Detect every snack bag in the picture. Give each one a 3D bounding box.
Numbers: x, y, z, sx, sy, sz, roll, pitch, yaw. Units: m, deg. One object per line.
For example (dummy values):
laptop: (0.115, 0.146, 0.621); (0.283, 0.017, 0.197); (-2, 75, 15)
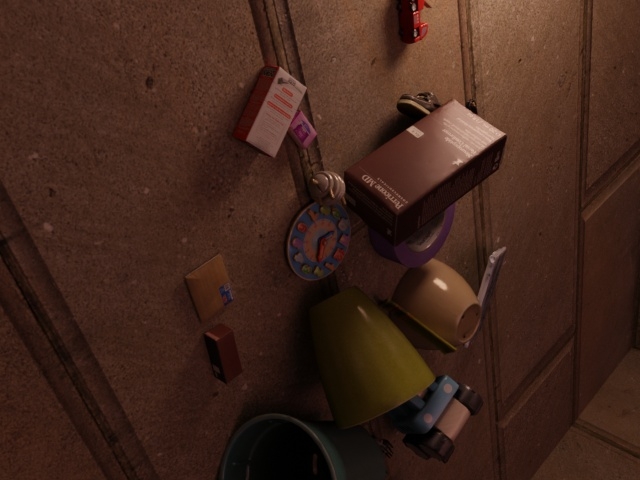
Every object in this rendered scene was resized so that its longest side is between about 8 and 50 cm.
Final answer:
snack bag: (0.536, 0.184, 2.206); (0.342, 0.037, 0.323); (-13, 120, -68)

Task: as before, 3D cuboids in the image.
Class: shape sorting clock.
shape sorting clock: (0.000, 0.000, 1.638); (0.206, 0.040, 0.206); (-21, 121, -40)

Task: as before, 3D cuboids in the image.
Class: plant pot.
plant pot: (0.097, 0.271, 1.670); (0.275, 0.275, 0.293); (-21, 82, -40)
plant pot: (0.369, 0.215, 2.012); (0.284, 0.191, 0.284); (-22, 123, -40)
plant pot: (-0.018, 0.597, 1.690); (0.334, 0.341, 0.341); (13, 98, -56)

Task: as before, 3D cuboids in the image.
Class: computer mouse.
computer mouse: (0.490, -0.332, 2.012); (0.071, 0.041, 0.242); (-55, 137, -13)

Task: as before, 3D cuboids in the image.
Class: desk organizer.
desk organizer: (-0.219, 0.256, 1.515); (0.050, 0.047, 0.130); (-33, 129, -36)

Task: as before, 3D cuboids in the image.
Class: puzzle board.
puzzle board: (-0.240, 0.105, 1.453); (0.096, 0.011, 0.128); (-37, 131, -32)

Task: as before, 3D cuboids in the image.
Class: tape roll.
tape roll: (0.256, -0.068, 1.844); (0.275, 0.090, 0.274); (-21, 122, -39)

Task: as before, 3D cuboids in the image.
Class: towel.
towel: (0.271, 0.243, 1.880); (0.021, 0.237, 0.102); (-53, 176, -11)

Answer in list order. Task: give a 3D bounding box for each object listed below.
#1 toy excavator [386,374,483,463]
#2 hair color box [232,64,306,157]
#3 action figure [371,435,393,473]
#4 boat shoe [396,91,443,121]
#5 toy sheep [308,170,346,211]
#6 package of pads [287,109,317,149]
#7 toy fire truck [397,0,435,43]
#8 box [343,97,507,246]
toy excavator: (0.253, 0.432, 1.985); (0.222, 0.445, 0.433); (-51, 178, -19)
hair color box: (-0.106, -0.269, 1.399); (0.093, 0.053, 0.167); (27, 88, -48)
action figure: (0.127, 0.645, 1.985); (0.276, 0.141, 0.164); (23, 91, -52)
boat shoe: (0.271, -0.353, 1.748); (0.223, 0.080, 0.073); (11, 92, -53)
toy sheep: (0.015, -0.121, 1.566); (0.132, 0.091, 0.091); (27, 87, -62)
package of pads: (-0.046, -0.246, 1.487); (0.050, 0.032, 0.083); (-56, 138, -15)
toy fire truck: (0.245, -0.592, 1.632); (0.135, 0.047, 0.192); (-35, 130, -34)
box: (0.258, -0.176, 1.662); (0.381, 0.191, 0.143); (-37, 150, -19)
